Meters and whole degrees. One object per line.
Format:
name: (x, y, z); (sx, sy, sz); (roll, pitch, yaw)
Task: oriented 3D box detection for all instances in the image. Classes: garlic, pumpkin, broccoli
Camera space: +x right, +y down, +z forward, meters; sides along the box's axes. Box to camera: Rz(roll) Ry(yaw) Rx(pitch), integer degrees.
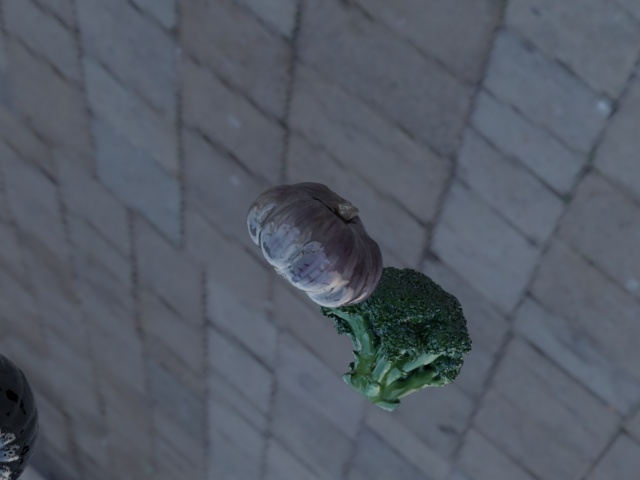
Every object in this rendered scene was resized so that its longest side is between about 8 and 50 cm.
garlic: (0.000, 0.000, 1.798); (0.159, 0.102, 0.147); (41, -165, -20)
pumpkin: (-0.408, 0.208, 1.893); (0.140, 0.202, 0.202); (47, 169, 48)
broccoli: (0.082, 0.106, 1.973); (0.195, 0.156, 0.195); (31, -174, -3)
